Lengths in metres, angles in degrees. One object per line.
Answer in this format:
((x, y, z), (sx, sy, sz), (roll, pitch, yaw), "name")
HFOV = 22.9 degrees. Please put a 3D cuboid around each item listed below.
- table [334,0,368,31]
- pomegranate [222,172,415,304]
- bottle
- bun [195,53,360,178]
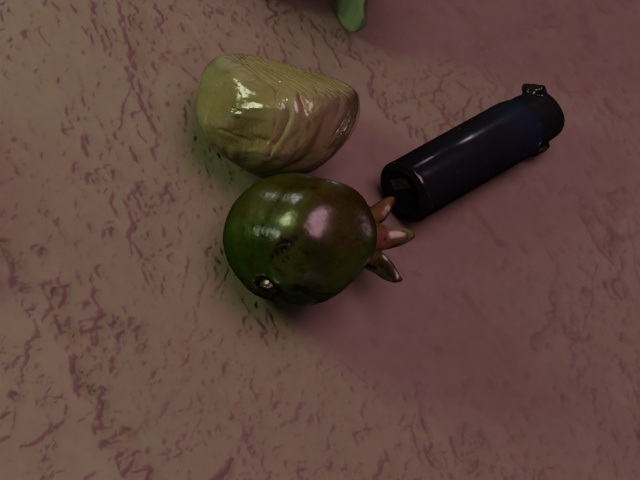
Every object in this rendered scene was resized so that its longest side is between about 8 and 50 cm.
((0.033, -0.340, 1.747), (0.167, 0.198, 0.166), (10, 60, -19), "table")
((0.000, 0.000, 1.588), (0.191, 0.152, 0.131), (1, 98, -49), "pomegranate")
((0.175, -0.097, 1.759), (0.244, 0.072, 0.082), (-31, 115, -33), "bottle")
((-0.048, -0.122, 1.632), (0.167, 0.113, 0.173), (12, 16, -10), "bun")
